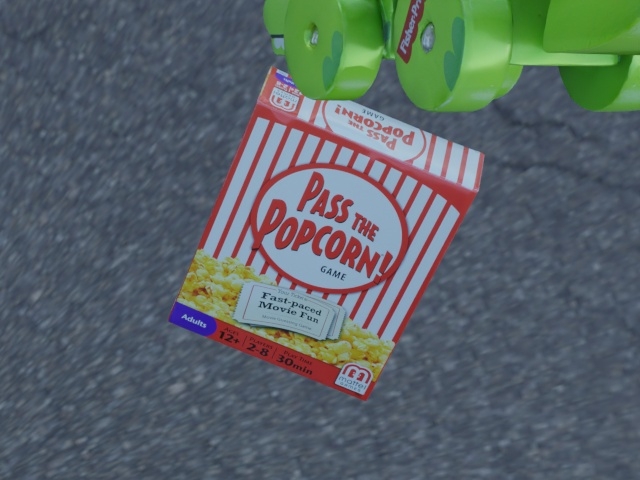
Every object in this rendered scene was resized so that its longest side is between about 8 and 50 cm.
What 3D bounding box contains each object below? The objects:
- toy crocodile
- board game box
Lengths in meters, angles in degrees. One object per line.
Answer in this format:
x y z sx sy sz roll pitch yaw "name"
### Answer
0.069 -0.116 0.772 0.115 0.340 0.105 -2 97 -24 "toy crocodile"
0.000 0.000 1.043 0.146 0.193 0.045 22 37 -4 "board game box"
